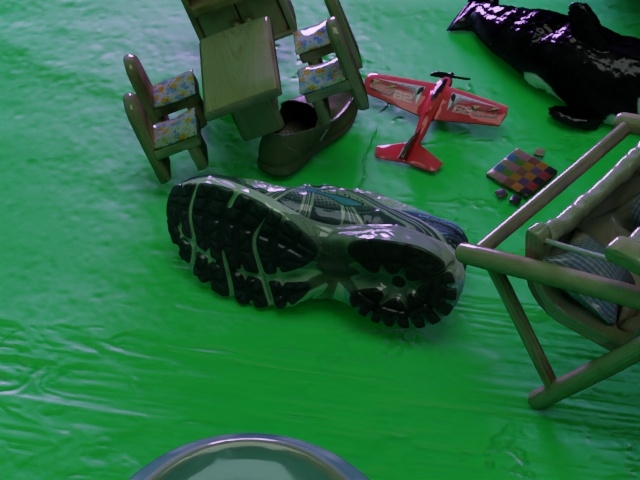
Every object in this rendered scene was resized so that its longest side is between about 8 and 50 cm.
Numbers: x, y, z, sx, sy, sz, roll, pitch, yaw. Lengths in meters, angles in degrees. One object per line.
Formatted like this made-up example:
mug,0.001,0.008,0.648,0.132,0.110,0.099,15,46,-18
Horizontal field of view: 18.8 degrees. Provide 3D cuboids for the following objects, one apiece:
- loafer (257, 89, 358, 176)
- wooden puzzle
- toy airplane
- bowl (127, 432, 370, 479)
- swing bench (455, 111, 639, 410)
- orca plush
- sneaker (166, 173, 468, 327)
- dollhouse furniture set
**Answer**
loafer,-0.009,-0.119,1.882,0.056,0.050,0.148,22,49,20
wooden puzzle,0.193,-0.064,1.857,0.049,0.006,0.083,32,53,28
toy airplane,0.106,-0.118,1.897,0.151,0.028,0.151,-1,44,1
bowl,-0.052,0.263,1.416,0.312,0.163,0.311,1,45,-1
swing bench,0.301,0.004,1.599,0.253,0.165,0.255,-39,19,-34
orca plush,0.261,-0.211,1.939,0.151,0.102,0.287,-26,50,-24
sneaker,0.000,0.000,1.746,0.283,0.110,0.122,16,29,12
dollhouse furniture set,-0.088,-0.210,1.853,0.212,0.161,0.242,-19,35,7
